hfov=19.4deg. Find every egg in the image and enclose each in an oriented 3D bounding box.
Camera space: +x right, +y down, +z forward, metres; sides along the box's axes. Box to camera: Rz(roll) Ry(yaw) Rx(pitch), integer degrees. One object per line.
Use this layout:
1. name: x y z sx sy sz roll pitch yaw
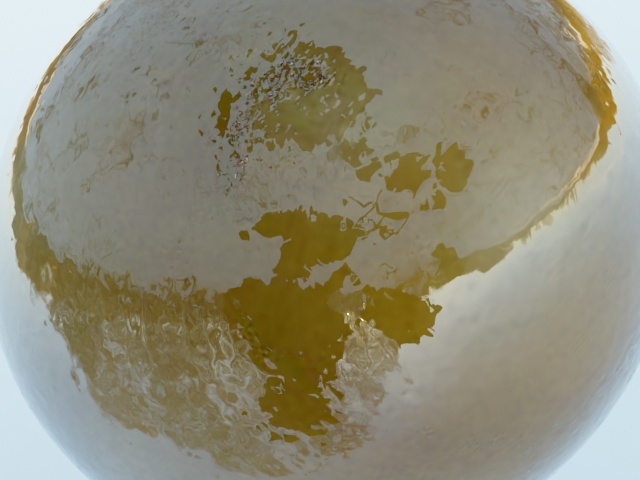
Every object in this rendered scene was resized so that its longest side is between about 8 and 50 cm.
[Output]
1. egg: 0.000 0.000 0.822 0.282 0.283 0.351 -29 -175 -24
